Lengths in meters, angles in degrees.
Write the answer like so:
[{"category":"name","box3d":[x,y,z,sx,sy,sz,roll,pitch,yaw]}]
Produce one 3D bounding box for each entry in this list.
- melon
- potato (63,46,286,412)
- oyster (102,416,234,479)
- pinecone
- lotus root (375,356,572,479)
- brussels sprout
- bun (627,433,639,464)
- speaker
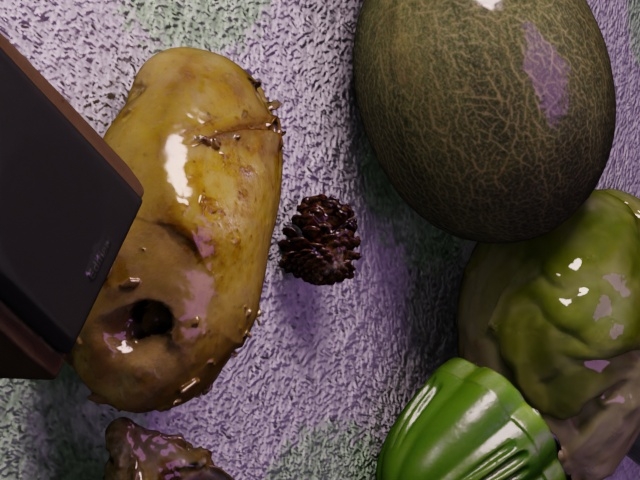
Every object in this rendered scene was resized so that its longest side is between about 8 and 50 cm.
[{"category":"melon","box3d":[0.151,-0.147,1.806,0.237,0.237,0.302,-48,129,-45]},{"category":"potato","box3d":[-0.111,-0.011,1.501,0.173,0.140,0.300,52,47,-52]},{"category":"oyster","box3d":[-0.137,0.309,1.534,0.221,0.096,0.361,-49,131,-37]},{"category":"pinecone","box3d":[0.000,0.000,1.741,0.077,0.077,0.083,53,31,-45]},{"category":"lotus root","box3d":[0.119,0.230,1.880,0.186,0.186,0.186,-7,99,-57]},{"category":"brussels sprout","box3d":[0.261,0.087,1.980,0.274,0.242,0.317,-64,153,-57]},{"category":"bun","box3d":[0.395,0.098,2.249,0.354,0.194,0.354,-15,108,-57]},{"category":"speaker","box3d":[-0.256,-0.036,1.235,0.231,0.192,0.153,50,53,-42]}]
